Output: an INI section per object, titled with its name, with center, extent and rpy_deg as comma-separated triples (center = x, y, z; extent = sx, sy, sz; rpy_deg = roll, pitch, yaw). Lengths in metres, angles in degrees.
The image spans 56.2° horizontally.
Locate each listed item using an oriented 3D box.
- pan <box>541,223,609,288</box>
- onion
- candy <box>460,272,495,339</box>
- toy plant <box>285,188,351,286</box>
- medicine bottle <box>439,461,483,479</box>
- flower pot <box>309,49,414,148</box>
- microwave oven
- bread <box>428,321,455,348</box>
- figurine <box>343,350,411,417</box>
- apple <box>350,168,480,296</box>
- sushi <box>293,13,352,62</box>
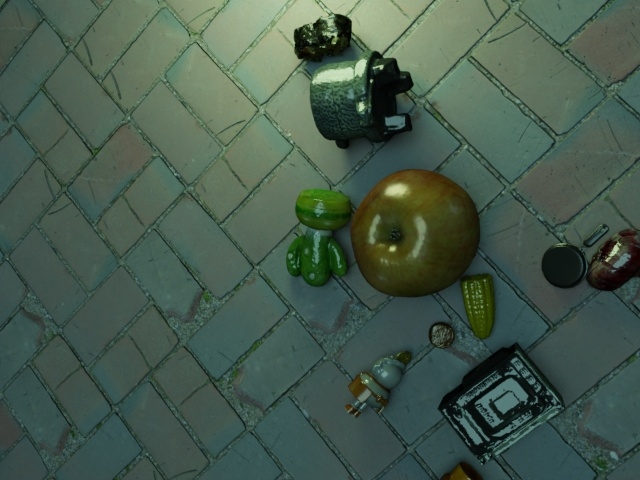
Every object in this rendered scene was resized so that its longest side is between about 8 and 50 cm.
[pan]
center = 0.747, 0.039, 1.757
extent = 0.235, 0.028, 0.136
rpy_deg = -52, 59, 25
[onion]
center = 0.865, 0.062, 1.715
extent = 0.151, 0.098, 0.206
rpy_deg = 31, 97, 18
[candy]
center = 0.489, 0.204, 1.836
extent = 0.094, 0.106, 0.198
rpy_deg = -9, 91, 35
[toy plant]
center = 0.000, 0.000, 1.987
extent = 0.224, 0.184, 0.315
rpy_deg = 17, 110, 23
[medicine bottle]
center = 0.391, 0.790, 1.823
extent = 0.112, 0.149, 0.222
rpy_deg = 41, 100, 14
[flower pot]
center = 0.135, -0.431, 1.872
extent = 0.283, 0.299, 0.299
rpy_deg = -3, 87, 23
[microwave oven]
center = 0.529, 0.480, 1.771
extent = 0.295, 0.181, 0.237
rpy_deg = -41, 78, 13
[bread]
center = 0.382, 0.299, 1.893
extent = 0.085, 0.053, 0.085
rpy_deg = 0, 91, 6
[figurine]
center = 0.188, 0.458, 1.910
extent = 0.271, 0.143, 0.143
rpy_deg = -38, 78, 15
[apple]
center = 0.274, -0.018, 1.787
extent = 0.392, 0.346, 0.391
rpy_deg = 0, 90, 24
[sushi]
center = 0.014, -0.671, 2.008
extent = 0.213, 0.147, 0.115
rpy_deg = -7, 92, 35
